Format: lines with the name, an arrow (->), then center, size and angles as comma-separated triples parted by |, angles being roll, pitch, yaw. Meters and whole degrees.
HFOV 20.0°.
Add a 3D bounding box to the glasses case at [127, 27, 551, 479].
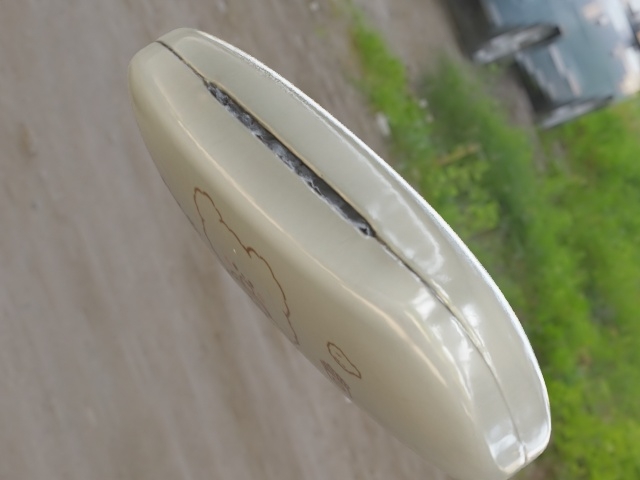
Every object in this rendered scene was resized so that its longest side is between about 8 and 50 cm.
glasses case -> 0.000, 0.000, 0.533 | 0.193, 0.049, 0.074 | 42, -19, 43
